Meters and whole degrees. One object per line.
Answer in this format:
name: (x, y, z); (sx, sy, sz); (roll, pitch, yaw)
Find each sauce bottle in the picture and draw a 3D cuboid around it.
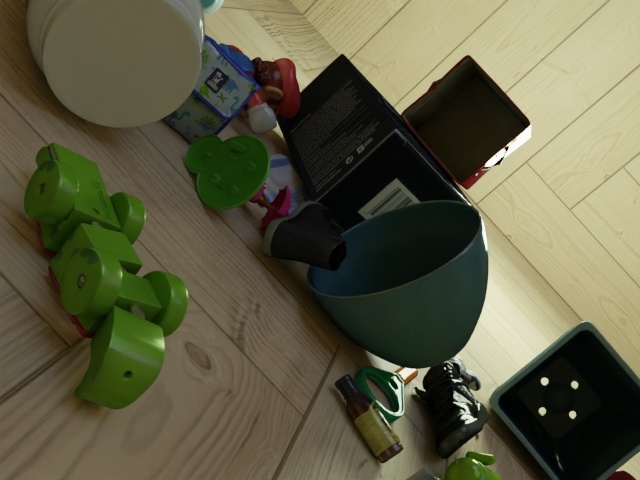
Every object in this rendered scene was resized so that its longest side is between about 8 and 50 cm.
sauce bottle: (0.064, 0.243, 1.116); (0.128, 0.042, 0.042); (56, 20, 18)

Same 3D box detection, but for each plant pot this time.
plant pot: (0.501, 0.329, 1.629); (0.247, 0.247, 0.252); (51, 3, 9)
plant pot: (0.148, 0.089, 1.308); (0.290, 0.290, 0.196); (-86, 154, -65)

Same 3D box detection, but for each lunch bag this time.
lunch bag: (-0.196, -0.248, 1.350); (0.129, 0.151, 0.096); (41, 19, -22)

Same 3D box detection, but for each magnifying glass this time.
magnifying glass: (0.113, 0.230, 1.287); (0.092, 0.026, 0.231); (52, 21, 11)

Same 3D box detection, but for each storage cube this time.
storage cube: (0.303, -0.232, 1.659); (0.215, 0.183, 0.193); (50, 11, 9)

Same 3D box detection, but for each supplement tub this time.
supplement tub: (-0.298, -0.338, 1.161); (0.241, 0.241, 0.331); (32, 25, -39)

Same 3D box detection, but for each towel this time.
towel: (-0.026, -0.050, 1.516); (0.285, 0.034, 0.209); (50, 19, 6)

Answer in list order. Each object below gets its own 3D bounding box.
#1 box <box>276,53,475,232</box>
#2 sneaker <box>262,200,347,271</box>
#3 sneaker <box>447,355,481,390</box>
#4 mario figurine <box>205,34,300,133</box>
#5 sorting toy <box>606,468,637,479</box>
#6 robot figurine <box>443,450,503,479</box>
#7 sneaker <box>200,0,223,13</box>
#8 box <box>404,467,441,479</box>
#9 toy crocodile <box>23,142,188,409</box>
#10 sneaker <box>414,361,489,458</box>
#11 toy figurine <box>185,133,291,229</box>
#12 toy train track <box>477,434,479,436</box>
box: (0.108, -0.156, 1.677); (0.293, 0.212, 0.395); (40, 15, -33)
sneaker: (0.000, 0.000, 1.322); (0.118, 0.083, 0.222); (19, 20, 16)
sneaker: (0.277, 0.264, 1.578); (0.083, 0.032, 0.037); (48, 32, 15)
mario figurine: (-0.183, -0.309, 1.617); (0.320, 0.170, 0.198); (21, 67, -35)
sorting toy: (0.611, 0.622, 1.539); (0.126, 0.127, 0.366); (72, -2, -48)
robot figurine: (0.229, 0.365, 1.198); (0.115, 0.067, 0.101); (39, 50, -28)
sneaker: (-0.353, -0.578, 1.712); (0.319, 0.127, 0.208); (32, 20, -15)
box: (0.146, 0.354, 0.969); (0.178, 0.109, 0.042); (39, 22, -24)
toy crocodile: (-0.235, 0.019, 0.832); (0.115, 0.105, 0.341); (25, 25, -49)
sneaker: (0.201, 0.270, 1.305); (0.130, 0.087, 0.227); (50, 15, 10)
toy figurine: (-0.118, -0.083, 1.311); (0.173, 0.130, 0.159); (31, -8, 35)
toy train track: (0.268, 0.333, 1.434); (0.048, 0.014, 0.083); (50, 19, 6)
